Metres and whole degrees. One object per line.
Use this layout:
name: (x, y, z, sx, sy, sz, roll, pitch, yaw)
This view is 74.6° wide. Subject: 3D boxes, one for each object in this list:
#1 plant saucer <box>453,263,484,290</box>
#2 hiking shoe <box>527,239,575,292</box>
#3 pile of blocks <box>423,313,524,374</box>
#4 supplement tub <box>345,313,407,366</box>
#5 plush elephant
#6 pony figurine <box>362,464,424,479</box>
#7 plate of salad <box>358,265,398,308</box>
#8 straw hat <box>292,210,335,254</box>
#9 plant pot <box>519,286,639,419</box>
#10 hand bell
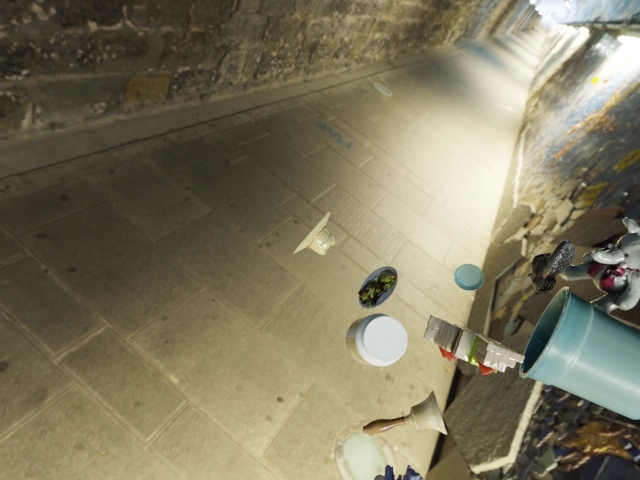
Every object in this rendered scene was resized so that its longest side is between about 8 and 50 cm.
plant saucer: (0.612, 0.149, 1.731, 0.119, 0.119, 0.021, 40, 28, 8)
hiking shoe: (0.797, 0.075, 1.479, 0.086, 0.227, 0.114, -1, 39, -17)
pile of blocks: (0.452, 0.335, 1.299, 0.148, 0.113, 0.362, 20, 0, -23)
supplement tub: (0.159, 0.286, 1.210, 0.144, 0.200, 0.145, 2, 76, -8)
plush elephant: (1.055, 0.085, 1.477, 0.272, 0.329, 0.255, -90, 160, -47)
pony figurine: (0.161, 0.691, 0.973, 0.302, 0.351, 0.363, 31, 13, 11)
plate of salad: (0.220, 0.180, 1.664, 0.048, 0.199, 0.200, 40, 32, -27)
straw hat: (0.000, 0.000, 0.967, 0.061, 0.144, 0.144, 40, 37, -2)
plant pot: (0.892, 0.375, 1.367, 0.334, 0.341, 0.341, 26, 33, 20)
hand bell: (0.247, 0.551, 1.276, 0.126, 0.241, 0.126, -18, 90, -81)
